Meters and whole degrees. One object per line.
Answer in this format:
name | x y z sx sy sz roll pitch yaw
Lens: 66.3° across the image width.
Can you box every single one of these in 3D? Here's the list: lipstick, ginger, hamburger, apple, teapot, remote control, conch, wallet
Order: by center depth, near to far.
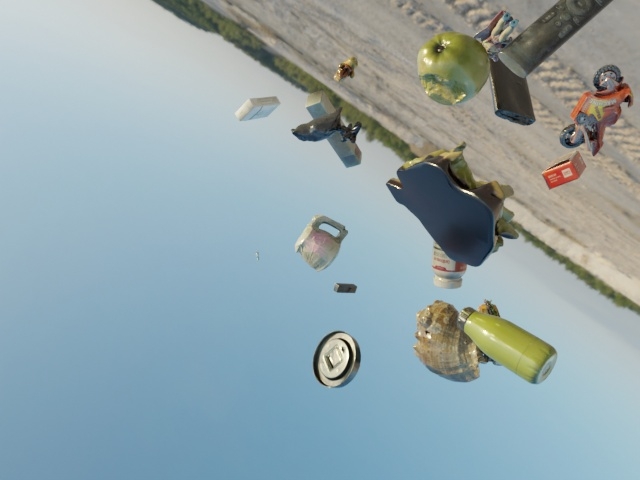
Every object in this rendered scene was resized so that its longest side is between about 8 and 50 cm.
ginger | 0.379 -0.126 1.309 0.358 0.211 0.413 45 166 13
remote control | 0.677 -0.614 1.400 0.107 0.377 0.044 48 172 7
apple | 0.507 -0.659 1.872 0.279 0.279 0.279 32 -165 -9
conch | 0.467 0.409 1.916 0.210 0.297 0.352 -1 -153 -16
lipstick | 0.062 -0.455 2.044 0.371 0.076 0.080 50 -141 -44
teapot | -0.002 0.007 2.103 0.178 0.221 0.163 39 -162 -13
wallet | 0.819 -0.706 2.150 0.228 0.062 0.406 8 -113 -25
hamburger | 0.787 0.369 2.283 0.164 0.093 0.189 -17 -88 -79

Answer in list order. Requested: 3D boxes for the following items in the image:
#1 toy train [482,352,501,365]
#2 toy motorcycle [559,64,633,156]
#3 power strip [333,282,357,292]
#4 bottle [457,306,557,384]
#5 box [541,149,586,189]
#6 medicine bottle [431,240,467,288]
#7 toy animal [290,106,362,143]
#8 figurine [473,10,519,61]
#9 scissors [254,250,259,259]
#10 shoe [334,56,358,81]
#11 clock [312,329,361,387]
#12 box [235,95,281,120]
toy train | 0.702 0.411 1.839 0.219 0.089 0.127 -3 -176 16
toy motorcycle | 0.936 -0.431 1.647 0.171 0.298 0.089 12 -144 -6
power strip | 0.109 0.207 2.118 0.111 0.038 0.029 6 -164 -37
bottle | 0.482 0.266 1.301 0.112 0.112 0.260 18 -170 -47
box | 1.067 -0.313 2.149 0.182 0.133 0.099 -33 -85 -45
medicine bottle | 0.484 0.046 1.828 0.131 0.250 0.131 1 -166 0
toy animal | 0.014 -0.365 1.541 0.210 0.117 0.121 1 -160 -16
figurine | 0.700 -0.771 1.867 0.205 0.103 0.260 33 176 4
scissors | -0.235 0.054 1.801 0.006 0.036 0.083 -7 -179 -16
shoe | 0.103 -0.659 1.901 0.072 0.109 0.069 58 177 -18
clock | 0.061 0.449 1.851 0.042 0.215 0.215 29 -166 -39
box | -0.213 -0.454 1.686 0.154 0.084 0.040 -29 -90 -54
